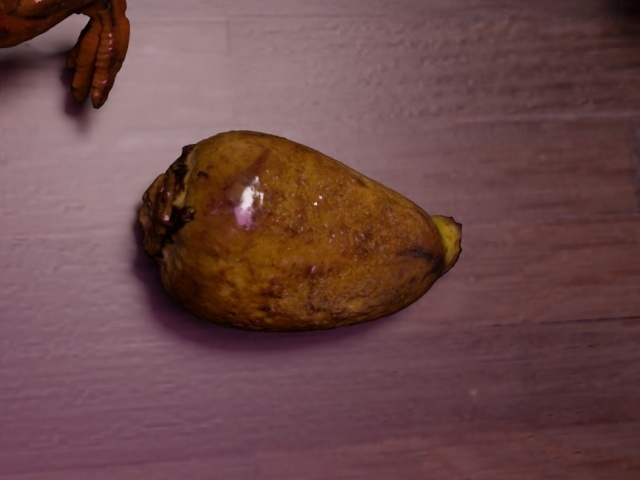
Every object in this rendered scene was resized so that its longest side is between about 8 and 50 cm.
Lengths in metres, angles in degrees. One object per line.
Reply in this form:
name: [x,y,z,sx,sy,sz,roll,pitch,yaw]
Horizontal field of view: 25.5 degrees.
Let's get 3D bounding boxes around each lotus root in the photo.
lotus root: [0.000,0.000,0.774,0.191,0.094,0.108,9,116,-18]

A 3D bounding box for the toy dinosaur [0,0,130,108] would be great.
toy dinosaur: [-0.173,-0.164,0.701,0.208,0.097,0.432,4,118,-45]
